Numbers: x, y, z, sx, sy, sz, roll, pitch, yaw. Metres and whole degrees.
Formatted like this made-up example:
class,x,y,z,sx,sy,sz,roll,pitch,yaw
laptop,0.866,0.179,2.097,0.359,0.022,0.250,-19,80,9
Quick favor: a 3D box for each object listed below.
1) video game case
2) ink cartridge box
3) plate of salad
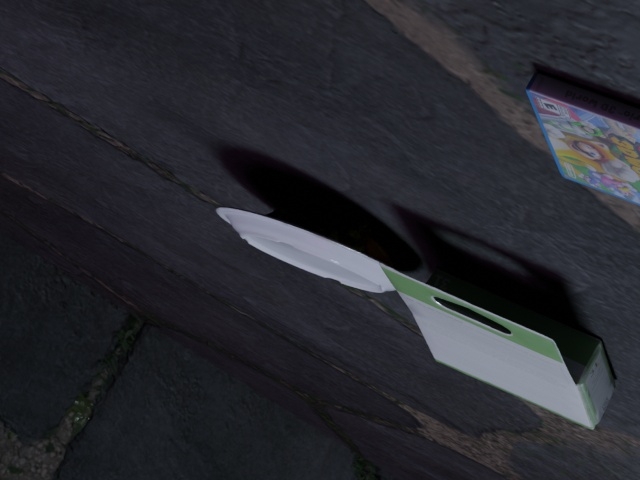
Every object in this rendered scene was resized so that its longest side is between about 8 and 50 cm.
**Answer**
class,x,y,z,sx,sy,sz,roll,pitch,yaw
video game case,0.206,-0.039,0.952,0.166,0.015,0.119,23,166,27
ink cartridge box,0.158,0.076,1.421,0.171,0.056,0.235,24,163,25
plate of salad,0.000,0.000,1.498,0.200,0.048,0.200,21,173,3
